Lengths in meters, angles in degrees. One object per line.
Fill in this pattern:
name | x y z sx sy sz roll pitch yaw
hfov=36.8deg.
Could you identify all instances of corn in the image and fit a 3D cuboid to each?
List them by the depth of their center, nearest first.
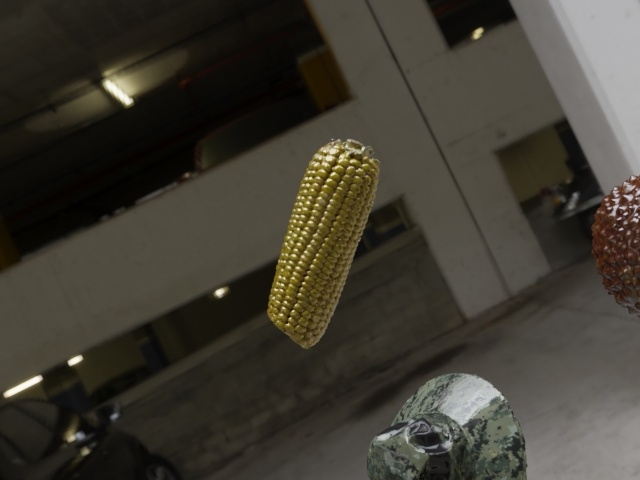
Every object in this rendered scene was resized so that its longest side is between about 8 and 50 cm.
corn | 0.000 0.000 1.748 0.144 0.144 0.387 173 117 -88

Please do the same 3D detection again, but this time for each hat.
hat | 0.140 0.307 1.302 0.128 0.266 0.265 11 -25 -40

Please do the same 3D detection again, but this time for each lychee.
lychee | 0.597 0.007 1.604 0.275 0.276 0.304 -27 33 -37
